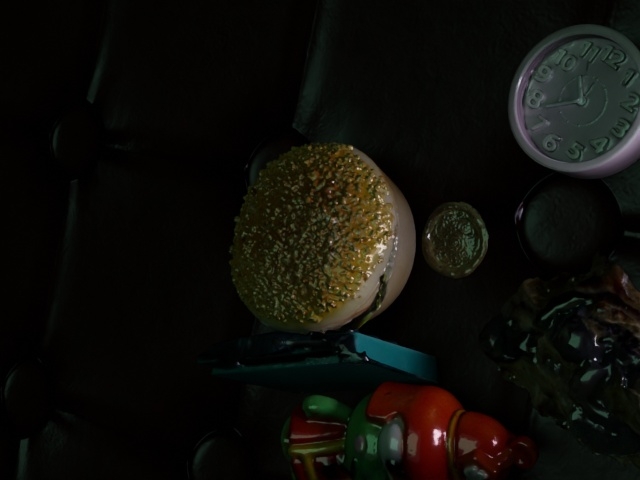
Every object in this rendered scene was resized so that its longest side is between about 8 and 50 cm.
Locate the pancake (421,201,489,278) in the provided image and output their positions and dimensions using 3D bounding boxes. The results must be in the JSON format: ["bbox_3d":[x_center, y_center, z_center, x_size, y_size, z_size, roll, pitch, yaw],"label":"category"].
[{"bbox_3d":[0.194,-0.002,1.540,0.114,0.011,0.115,-4,84,33],"label":"pancake"}]

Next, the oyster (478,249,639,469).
[{"bbox_3d":[0.357,0.189,1.358,0.221,0.096,0.361,-50,57,27],"label":"oyster"}]

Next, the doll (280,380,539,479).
[{"bbox_3d":[0.124,0.282,1.461,0.363,0.160,0.183,-2,114,32],"label":"doll"}]

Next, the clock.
[{"bbox_3d":[0.351,-0.183,1.417,0.196,0.068,0.197,-5,81,34],"label":"clock"}]

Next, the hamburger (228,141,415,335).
[{"bbox_3d":[0.000,0.000,1.577,0.302,0.170,0.302,-5,81,33],"label":"hamburger"}]

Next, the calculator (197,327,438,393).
[{"bbox_3d":[0.005,0.171,1.509,0.274,0.248,0.058,-9,72,34],"label":"calculator"}]
